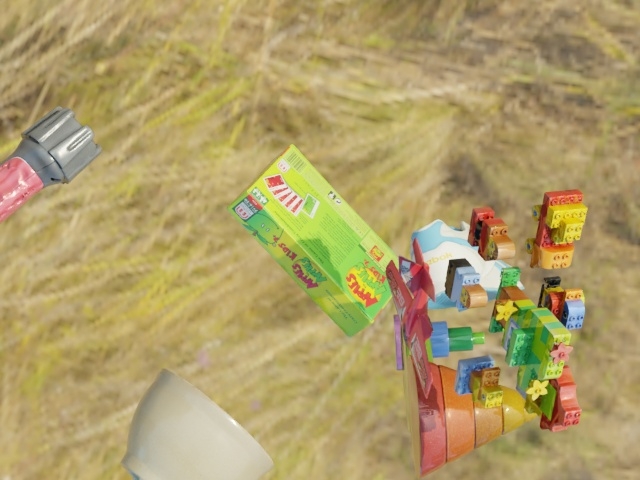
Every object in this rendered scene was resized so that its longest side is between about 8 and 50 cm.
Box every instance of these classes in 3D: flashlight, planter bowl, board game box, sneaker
[{"bbox_3d":[-0.385,-0.033,1.735,0.103,0.304,0.103,42,163,21],"label":"flashlight"},{"bbox_3d":[-0.145,0.231,1.629,0.162,0.109,0.162,37,165,12],"label":"planter bowl"},{"bbox_3d":[0.000,0.000,1.533,0.181,0.092,0.043,46,137,-6],"label":"board game box"},{"bbox_3d":[0.169,0.028,1.738,0.087,0.092,0.229,-22,167,18],"label":"sneaker"}]

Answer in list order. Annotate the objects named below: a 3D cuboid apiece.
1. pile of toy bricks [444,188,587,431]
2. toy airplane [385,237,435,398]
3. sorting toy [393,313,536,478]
[{"bbox_3d":[0.172,0.073,1.226,0.118,0.105,0.212,-6,121,-21],"label":"pile of toy bricks"},{"bbox_3d":[0.084,0.058,1.339,0.028,0.151,0.151,-12,139,-5],"label":"toy airplane"},{"bbox_3d":[0.149,0.143,1.598,0.126,0.365,0.127,-4,101,1],"label":"sorting toy"}]
